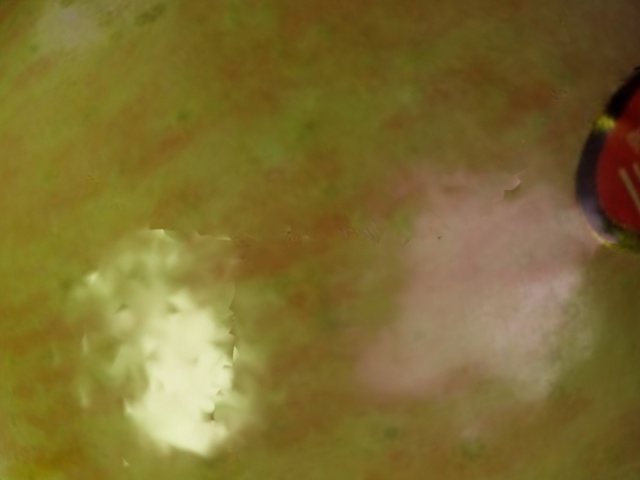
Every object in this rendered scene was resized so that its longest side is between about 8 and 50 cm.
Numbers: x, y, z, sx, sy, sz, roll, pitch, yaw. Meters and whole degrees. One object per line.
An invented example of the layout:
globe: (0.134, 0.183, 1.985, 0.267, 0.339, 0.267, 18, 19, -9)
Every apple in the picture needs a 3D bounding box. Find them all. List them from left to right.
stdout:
apple: (0.000, 0.000, 0.870, 0.346, 0.391, 0.391, -12, 113, -12)
